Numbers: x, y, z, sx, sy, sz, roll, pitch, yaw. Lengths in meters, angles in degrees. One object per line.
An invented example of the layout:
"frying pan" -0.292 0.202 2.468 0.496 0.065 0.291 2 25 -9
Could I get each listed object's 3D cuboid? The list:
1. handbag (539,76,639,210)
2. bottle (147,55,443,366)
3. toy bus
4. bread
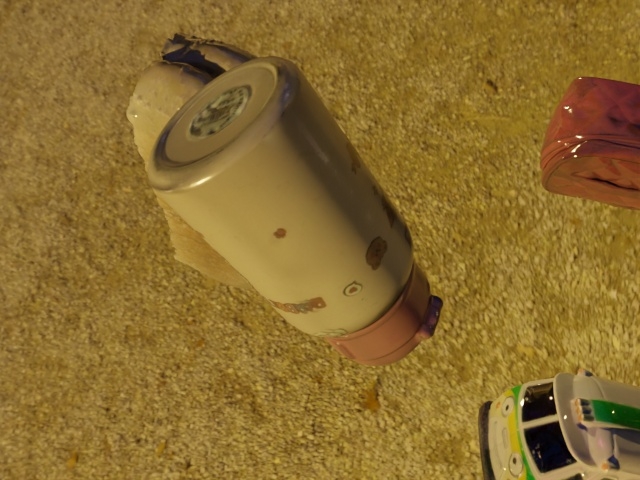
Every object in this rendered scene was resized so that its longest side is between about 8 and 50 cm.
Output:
"handbag" 0.409 -0.115 0.783 0.225 0.146 0.135 13 74 7
"bottle" 0.000 0.000 0.404 0.110 0.233 0.110 -23 41 21
"toy bus" 0.364 0.261 0.720 0.305 0.179 0.143 15 48 -9
"bread" -0.064 -0.036 0.571 0.183 0.337 0.102 26 65 9
